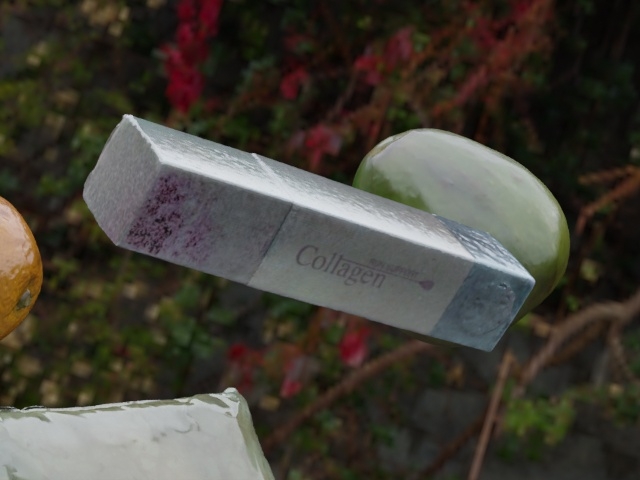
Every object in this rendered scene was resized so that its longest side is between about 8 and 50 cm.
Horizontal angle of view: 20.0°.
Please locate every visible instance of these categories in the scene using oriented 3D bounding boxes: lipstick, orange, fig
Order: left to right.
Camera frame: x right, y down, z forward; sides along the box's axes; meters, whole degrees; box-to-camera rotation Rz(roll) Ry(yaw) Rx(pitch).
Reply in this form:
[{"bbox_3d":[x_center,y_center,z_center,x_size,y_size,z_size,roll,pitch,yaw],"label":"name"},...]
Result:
[{"bbox_3d":[-0.176,0.014,0.896,0.083,0.083,0.083,17,-15,5],"label":"orange"},{"bbox_3d":[0.000,0.000,1.171,0.317,0.066,0.068,17,22,-38],"label":"lipstick"},{"bbox_3d":[0.110,-0.008,1.551,0.191,0.181,0.181,53,-27,-15],"label":"fig"}]

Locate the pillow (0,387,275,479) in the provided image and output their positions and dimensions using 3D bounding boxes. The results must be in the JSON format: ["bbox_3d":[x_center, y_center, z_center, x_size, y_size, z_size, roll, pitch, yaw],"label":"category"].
[{"bbox_3d":[-0.136,0.190,1.287,0.302,0.185,0.075,1,-32,-46],"label":"pillow"}]
